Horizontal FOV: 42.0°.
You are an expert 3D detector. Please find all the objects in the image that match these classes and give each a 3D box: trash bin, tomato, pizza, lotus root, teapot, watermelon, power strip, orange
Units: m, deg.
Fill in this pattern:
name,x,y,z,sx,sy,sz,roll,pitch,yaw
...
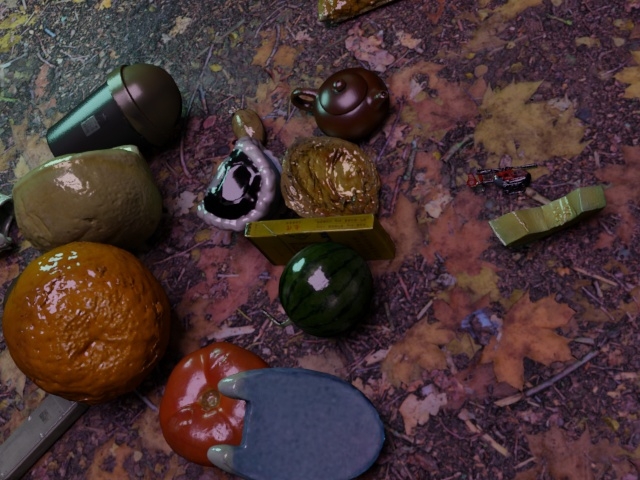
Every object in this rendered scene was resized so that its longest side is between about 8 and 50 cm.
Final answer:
name,x,y,z,sx,sy,sz,roll,pitch,yaw
trash bin,-0.484,-0.293,2.040,0.334,0.214,0.214,-35,57,13
tomato,-0.183,0.324,1.624,0.260,0.180,0.259,-8,63,17
pizza,0.098,-0.677,2.056,0.268,0.087,0.257,-21,56,15
lotus root,-0.174,-0.271,1.981,0.072,0.063,0.152,-42,60,11
teapot,0.043,-0.319,1.871,0.252,0.135,0.178,8,65,25
watermelon,0.002,0.105,1.646,0.215,0.188,0.188,-43,57,-10
power strip,-0.622,0.424,1.838,0.272,0.052,0.078,-47,57,-3
orange,-0.487,0.166,1.751,0.340,0.340,0.293,-47,22,-4

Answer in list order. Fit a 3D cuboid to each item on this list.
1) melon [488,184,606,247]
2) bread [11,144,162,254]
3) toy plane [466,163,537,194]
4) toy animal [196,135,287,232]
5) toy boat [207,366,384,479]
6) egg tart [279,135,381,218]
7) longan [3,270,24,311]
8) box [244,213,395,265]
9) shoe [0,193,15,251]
name,x,y,z,sx,sy,sz,roll,pitch,yaw
melon,0.437,-0.046,1.584,0.210,0.118,0.064,-25,72,24
bread,-0.518,-0.079,1.881,0.321,0.320,0.237,-25,86,10
toy plane,0.369,-0.126,1.695,0.145,0.037,0.060,-8,59,18
toy animal,-0.152,-0.103,1.816,0.156,0.204,0.208,35,97,13
toy boat,-0.045,0.340,1.516,0.123,0.330,0.215,167,110,-67
egg tart,0.014,-0.116,1.794,0.232,0.098,0.252,-21,65,-23
longan,-0.642,0.150,1.922,0.168,0.167,0.187,-17,82,15
box,0.001,0.000,1.720,0.279,0.153,0.041,-4,65,21
shoe,-0.875,-0.090,2.157,0.211,0.132,0.341,-17,64,10
